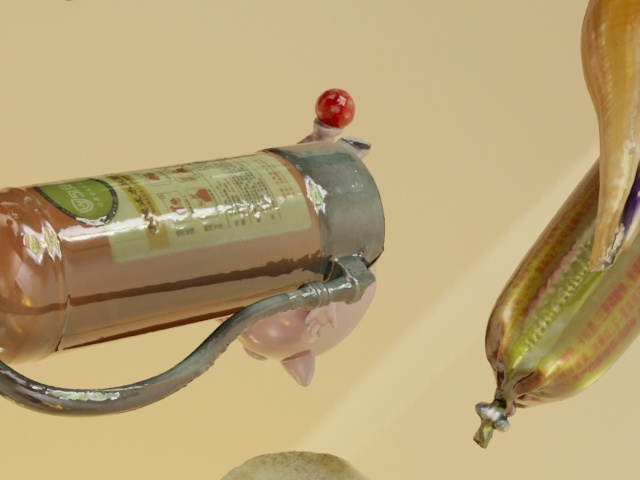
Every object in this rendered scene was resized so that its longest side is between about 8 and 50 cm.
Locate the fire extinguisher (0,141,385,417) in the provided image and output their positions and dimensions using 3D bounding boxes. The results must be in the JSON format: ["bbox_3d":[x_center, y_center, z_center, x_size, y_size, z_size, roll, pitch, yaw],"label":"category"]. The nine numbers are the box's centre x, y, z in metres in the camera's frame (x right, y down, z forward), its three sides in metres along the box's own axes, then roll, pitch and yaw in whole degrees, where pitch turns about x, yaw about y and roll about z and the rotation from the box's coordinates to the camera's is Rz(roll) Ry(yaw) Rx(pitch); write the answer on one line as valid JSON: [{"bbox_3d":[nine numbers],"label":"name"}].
[{"bbox_3d":[-0.115,0.018,1.189,0.200,0.376,0.113,21,-65,50],"label":"fire extinguisher"}]

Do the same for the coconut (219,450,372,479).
[{"bbox_3d":[-0.019,0.335,1.716,0.259,0.259,0.259,-45,-151,34],"label":"coconut"}]

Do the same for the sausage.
[{"bbox_3d":[0.221,0.039,1.500,0.317,0.117,0.125,-52,-173,-13],"label":"sausage"}]

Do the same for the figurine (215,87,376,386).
[{"bbox_3d":[0.000,0.000,1.863,0.176,0.186,0.287,31,-61,34],"label":"figurine"}]

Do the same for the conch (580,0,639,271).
[{"bbox_3d":[0.241,-0.125,1.447,0.093,0.109,0.330,13,-108,24],"label":"conch"}]
